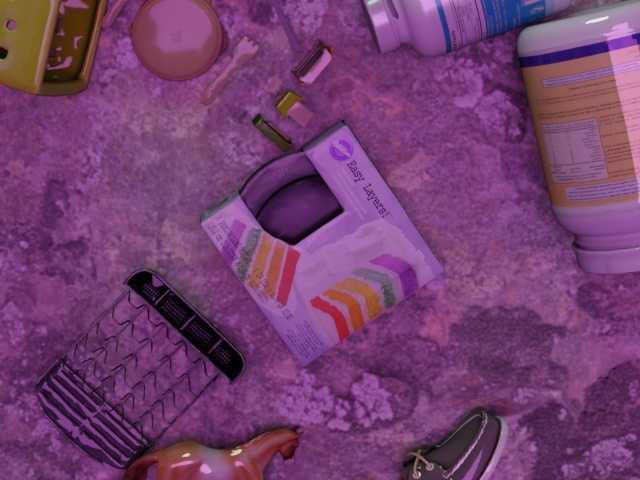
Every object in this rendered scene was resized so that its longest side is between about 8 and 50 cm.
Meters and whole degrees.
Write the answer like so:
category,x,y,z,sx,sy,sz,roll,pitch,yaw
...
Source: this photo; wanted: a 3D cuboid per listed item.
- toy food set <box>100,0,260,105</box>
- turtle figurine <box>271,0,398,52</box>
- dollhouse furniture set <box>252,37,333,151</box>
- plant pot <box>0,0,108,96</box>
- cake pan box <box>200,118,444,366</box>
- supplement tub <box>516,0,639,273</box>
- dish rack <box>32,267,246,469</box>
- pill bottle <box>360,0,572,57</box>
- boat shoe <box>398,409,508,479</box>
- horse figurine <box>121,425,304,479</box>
category,x,y,z,sx,sy,sz,roll,pitch,yaw
toy food set,-0.192,-0.283,1.729,0.192,0.038,0.132,39,102,-12
turtle figurine,-0.032,-0.378,1.560,0.266,0.198,0.274,13,100,-36
dollhouse furniture set,-0.022,-0.197,1.729,0.059,0.076,0.151,38,97,-19
plant pot,-0.401,-0.318,1.624,0.207,0.227,0.228,14,98,3
cake pan box,0.000,0.000,1.750,0.246,0.070,0.266,-33,103,1
supplement tub,0.405,-0.143,1.664,0.241,0.241,0.331,-14,99,0
dish rack,-0.261,0.190,1.773,0.208,0.074,0.271,44,95,-7
pill bottle,0.188,-0.332,1.676,0.264,0.146,0.146,-19,99,1
boat shoe,0.146,0.356,1.795,0.091,0.109,0.305,36,99,-11
horse figurine,-0.163,0.342,1.795,0.263,0.066,0.174,7,109,-12
